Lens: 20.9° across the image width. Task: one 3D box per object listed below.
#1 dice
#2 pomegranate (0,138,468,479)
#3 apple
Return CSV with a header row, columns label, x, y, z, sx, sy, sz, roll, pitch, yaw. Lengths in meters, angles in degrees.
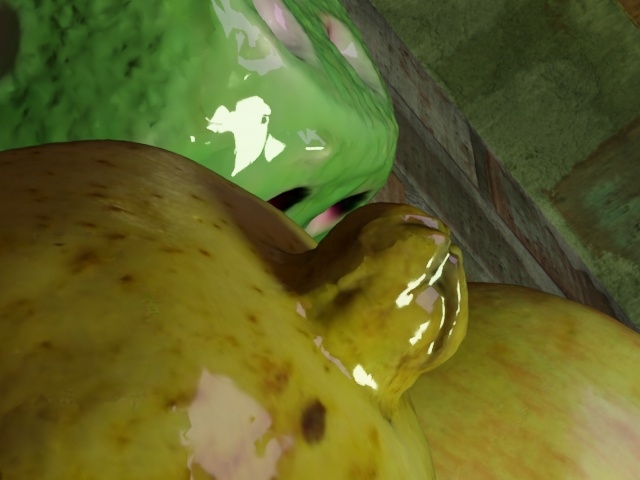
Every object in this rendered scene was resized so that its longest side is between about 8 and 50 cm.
label,x,y,z,sx,sy,sz,roll,pitch,yaw
dice,-0.156,-0.106,1.257,0.330,0.322,0.318,61,17,14
pomegranate,-0.098,0.119,0.822,0.410,0.410,0.410,48,18,-21
apple,0.129,0.216,1.339,0.346,0.391,0.391,39,14,11
